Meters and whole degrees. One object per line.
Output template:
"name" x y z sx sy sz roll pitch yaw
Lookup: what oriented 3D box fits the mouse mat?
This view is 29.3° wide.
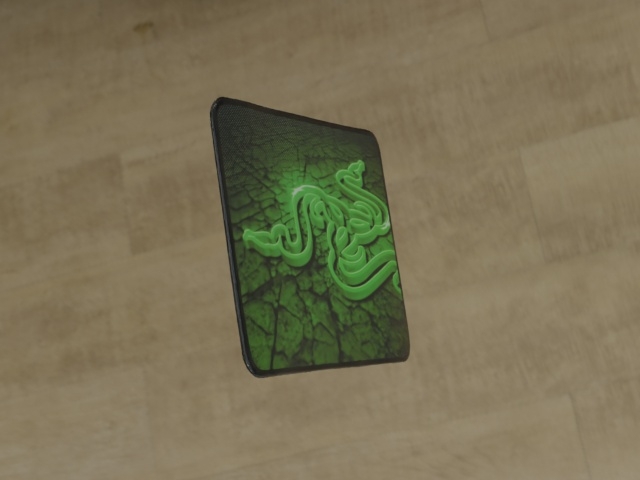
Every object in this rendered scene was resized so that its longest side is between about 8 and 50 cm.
"mouse mat" 0.000 0.000 0.714 0.007 0.190 0.152 -13 82 29
